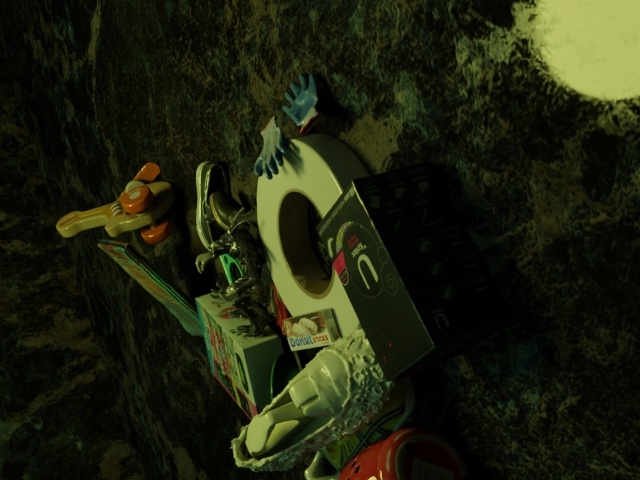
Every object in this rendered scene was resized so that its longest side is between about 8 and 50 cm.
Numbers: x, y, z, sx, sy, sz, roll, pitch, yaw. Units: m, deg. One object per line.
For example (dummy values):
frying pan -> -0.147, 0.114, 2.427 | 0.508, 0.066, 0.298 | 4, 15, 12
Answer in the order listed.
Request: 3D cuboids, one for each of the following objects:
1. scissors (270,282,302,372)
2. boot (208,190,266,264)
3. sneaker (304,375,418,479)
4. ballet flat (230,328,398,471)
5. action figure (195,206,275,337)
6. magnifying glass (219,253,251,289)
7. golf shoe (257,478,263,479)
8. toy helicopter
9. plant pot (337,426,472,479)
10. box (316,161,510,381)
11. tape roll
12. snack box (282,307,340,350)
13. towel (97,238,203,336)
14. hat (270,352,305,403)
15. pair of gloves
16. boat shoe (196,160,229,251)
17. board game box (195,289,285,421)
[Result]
scissors -> -0.066, 0.192, 1.720 | 0.109, 0.021, 0.297 | 115, 150, -44
boot -> -0.156, -0.062, 1.804 | 0.198, 0.077, 0.137 | 49, 140, 17
sneaker -> 0.066, 0.326, 1.499 | 0.145, 0.147, 0.385 | 46, 139, 44
ballet flat -> -0.020, 0.285, 1.409 | 0.409, 0.147, 0.147 | -49, 59, 35
action figure -> -0.178, 0.071, 1.727 | 0.164, 0.141, 0.276 | -117, 15, -55
magnifying glass -> -0.228, 0.040, 2.023 | 0.231, 0.026, 0.092 | 57, 147, 32
golf shoe -> -0.142, 0.710, 2.132 | 0.198, 0.094, 0.077 | 67, 152, 17
toy helicopter -> -0.555, -0.089, 2.276 | 0.235, 0.355, 0.140 | -83, -26, -49
plant pot -> 0.142, 0.405, 1.366 | 0.191, 0.191, 0.174 | 61, 141, 24
box -> 0.129, 0.046, 1.246 | 0.270, 0.143, 0.165 | 64, 151, 18
tape roll -> 0.000, 0.000, 1.538 | 0.392, 0.072, 0.392 | 35, 132, 50
snack box -> -0.019, 0.167, 1.557 | 0.178, 0.022, 0.064 | -23, 85, 62
towel -> -0.411, 0.133, 2.178 | 0.370, 0.040, 0.271 | 46, 161, -22
hat -> 0.009, 0.305, 1.721 | 0.208, 0.183, 0.173 | 21, -120, -71
pair of gloves -> -0.062, -0.202, 1.486 | 0.198, 0.023, 0.159 | -49, 31, 26
boat shoe -> -0.245, -0.073, 1.939 | 0.070, 0.077, 0.219 | 17, 117, 59
board game box -> -0.174, 0.267, 1.923 | 0.303, 0.097, 0.224 | 34, 138, 58
